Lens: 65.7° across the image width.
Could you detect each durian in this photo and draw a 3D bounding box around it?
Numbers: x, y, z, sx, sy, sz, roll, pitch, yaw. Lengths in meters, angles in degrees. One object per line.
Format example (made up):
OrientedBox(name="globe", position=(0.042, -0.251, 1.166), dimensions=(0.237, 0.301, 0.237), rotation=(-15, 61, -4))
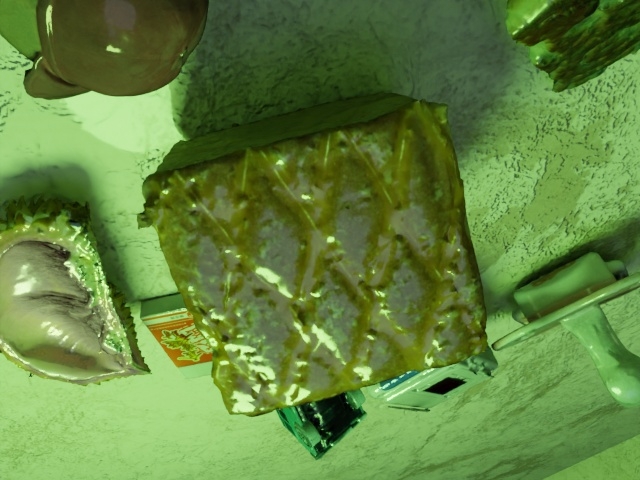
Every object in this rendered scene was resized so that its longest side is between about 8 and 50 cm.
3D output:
OrientedBox(name="durian", position=(-0.351, 0.071, 0.667), dimensions=(0.191, 0.112, 0.341), rotation=(-1, 132, 0))

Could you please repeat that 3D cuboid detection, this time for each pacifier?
OrientedBox(name="pacifier", position=(0.474, 0.145, 0.891), dimensions=(0.332, 0.273, 0.220), rotation=(-34, 119, 24))

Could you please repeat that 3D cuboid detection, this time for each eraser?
OrientedBox(name="eraser", position=(-0.195, 0.166, 0.866), dimensions=(0.157, 0.038, 0.230), rotation=(-12, 140, -1))

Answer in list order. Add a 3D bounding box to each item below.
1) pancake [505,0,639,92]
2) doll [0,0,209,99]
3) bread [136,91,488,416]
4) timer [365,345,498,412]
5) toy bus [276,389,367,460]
OrientedBox(name="pancake", position=(0.361, -0.265, 0.425), dimensions=(0.427, 0.066, 0.305), rotation=(-26, 168, 17))
OrientedBox(name="doll", position=(-0.207, -0.199, 0.348), dimensions=(0.256, 0.152, 0.196), rotation=(24, 162, -17))
OrientedBox(name="bread", position=(0.000, 0.000, 0.532), dimensions=(0.279, 0.207, 0.278), rotation=(-18, 110, 1))
OrientedBox(name="timer", position=(0.203, 0.236, 0.884), dimensions=(0.178, 0.078, 0.253), rotation=(-37, 143, 22))
OrientedBox(name="toy bus", position=(-0.034, 0.214, 0.821), dimensions=(0.128, 0.147, 0.255), rotation=(-33, 118, -26))
